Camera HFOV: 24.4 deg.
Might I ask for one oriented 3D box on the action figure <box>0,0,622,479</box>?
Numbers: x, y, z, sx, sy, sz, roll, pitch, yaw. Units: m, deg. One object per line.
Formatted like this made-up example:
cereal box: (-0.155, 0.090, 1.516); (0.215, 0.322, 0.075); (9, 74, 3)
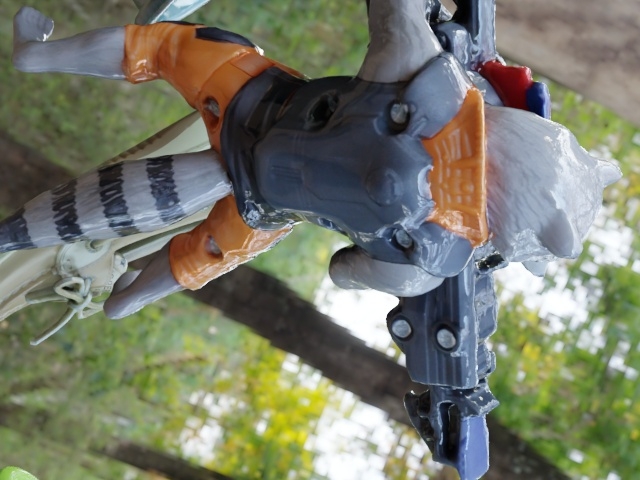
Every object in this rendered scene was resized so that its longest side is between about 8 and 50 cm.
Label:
action figure: (0.000, 0.000, 0.814); (0.178, 0.330, 0.341); (-34, 117, -58)

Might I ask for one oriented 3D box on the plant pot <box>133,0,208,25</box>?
plant pot: (-0.082, -0.362, 0.911); (0.341, 0.334, 0.341); (-38, -174, 5)

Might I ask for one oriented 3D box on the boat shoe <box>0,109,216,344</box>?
boat shoe: (-0.126, -0.009, 1.001); (0.285, 0.089, 0.104); (-33, -179, -15)

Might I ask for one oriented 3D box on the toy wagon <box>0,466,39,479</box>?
toy wagon: (-0.232, 0.316, 0.903); (0.267, 0.068, 0.344); (-40, -116, 13)
